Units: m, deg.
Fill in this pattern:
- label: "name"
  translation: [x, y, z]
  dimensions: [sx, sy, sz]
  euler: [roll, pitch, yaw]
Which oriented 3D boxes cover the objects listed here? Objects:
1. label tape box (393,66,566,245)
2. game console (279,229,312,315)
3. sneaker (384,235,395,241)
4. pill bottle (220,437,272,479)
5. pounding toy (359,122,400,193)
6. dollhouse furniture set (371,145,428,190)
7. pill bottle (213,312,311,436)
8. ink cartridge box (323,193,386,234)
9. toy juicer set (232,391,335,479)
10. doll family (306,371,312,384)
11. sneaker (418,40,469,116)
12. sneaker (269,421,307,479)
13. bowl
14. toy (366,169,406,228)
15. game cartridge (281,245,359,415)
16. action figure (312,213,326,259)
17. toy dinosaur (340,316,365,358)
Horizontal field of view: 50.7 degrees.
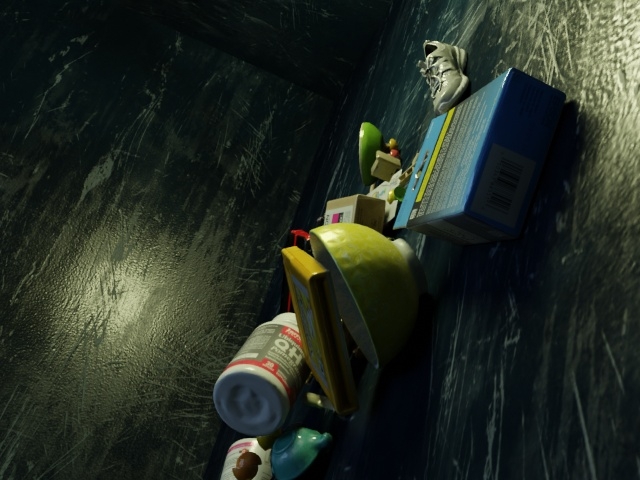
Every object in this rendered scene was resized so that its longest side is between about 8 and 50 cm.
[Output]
- label: "label tape box"
  translation: [0.257, -0.121, 1.158]
  dimensions: [0.333, 0.105, 0.241]
  euler: [163, 128, -79]
- label: "game console"
  translation: [-0.077, 0.163, 2.294]
  dimensions: [0.342, 0.060, 0.387]
  euler: [-159, 74, -76]
- label: "sneaker"
  translation: [0.169, 0.008, 1.630]
  dimensions: [0.035, 0.031, 0.083]
  euler: [-33, 13, 18]
- label: "pill bottle"
  translation: [-0.181, 0.653, 1.677]
  dimensions: [0.283, 0.160, 0.160]
  euler: [-79, 15, -52]
- label: "pounding toy"
  translation: [0.183, -0.238, 1.973]
  dimensions: [0.237, 0.110, 0.183]
  euler: [66, -154, -61]
- label: "dollhouse furniture set"
  translation: [0.198, -0.194, 1.499]
  dimensions: [0.182, 0.160, 0.101]
  euler: [-86, 21, -61]
- label: "pill bottle"
  translation: [-0.115, 0.301, 1.609]
  dimensions: [0.176, 0.176, 0.318]
  euler: [-63, -4, 26]
- label: "ink cartridge box"
  translation: [0.074, 0.010, 1.723]
  dimensions: [0.193, 0.088, 0.235]
  euler: [173, 106, -66]
- label: "toy juicer set"
  translation: [-0.062, 0.462, 1.526]
  dimensions: [0.329, 0.089, 0.209]
  euler: [-42, 17, -4]
- label: "doll family"
  translation: [-0.018, 0.315, 1.821]
  dimensions: [0.193, 0.076, 0.111]
  euler: [-75, 7, -55]
- label: "sneaker"
  translation: [0.281, -0.387, 1.622]
  dimensions: [0.281, 0.115, 0.105]
  euler: [-79, 14, -50]
- label: "sneaker"
  translation: [-0.070, 0.554, 1.569]
  dimensions: [0.106, 0.101, 0.267]
  euler: [-16, 45, 47]
- label: "bowl"
  translation: [0.109, 0.080, 1.282]
  dimensions: [0.156, 0.290, 0.289]
  euler: [-26, 4, -9]
- label: "toy"
  translation: [0.159, -0.074, 1.756]
  dimensions: [0.237, 0.056, 0.137]
  euler: [137, 147, -60]
- label: "game cartridge"
  translation: [-0.011, 0.171, 1.402]
  dimensions: [0.323, 0.052, 0.286]
  euler: [-153, 50, -74]
- label: "action figure"
  translation: [0.000, 0.000, 2.402]
  dimensions: [0.285, 0.099, 0.185]
  euler: [-99, 27, -79]
- label: "toy dinosaur"
  translation: [0.062, 0.209, 1.546]
  dimensions: [0.160, 0.120, 0.314]
  euler: [-95, -2, -69]
